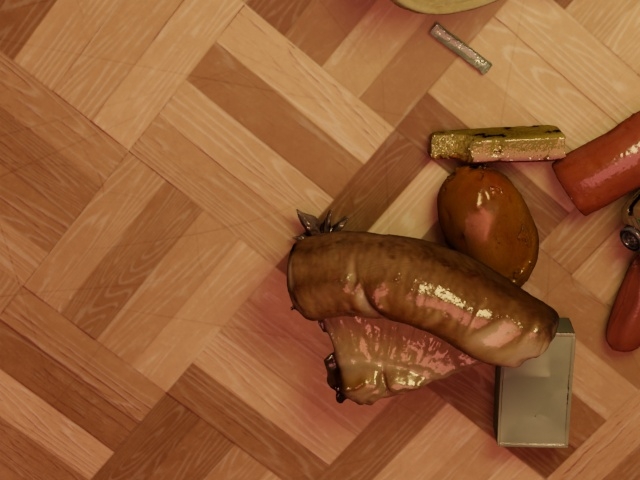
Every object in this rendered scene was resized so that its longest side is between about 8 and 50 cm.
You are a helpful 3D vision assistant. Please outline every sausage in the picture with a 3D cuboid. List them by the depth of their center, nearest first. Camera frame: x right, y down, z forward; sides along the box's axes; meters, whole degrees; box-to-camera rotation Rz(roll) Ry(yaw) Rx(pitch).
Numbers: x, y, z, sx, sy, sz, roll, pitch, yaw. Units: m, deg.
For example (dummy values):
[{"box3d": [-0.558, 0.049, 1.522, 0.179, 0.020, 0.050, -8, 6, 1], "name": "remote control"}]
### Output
[{"box3d": [0.525, -0.148, 1.819, 0.259, 0.113, 0.114, -30, 104, 13], "name": "sausage"}, {"box3d": [0.561, 0.109, 1.920, 0.077, 0.077, 0.194, 13, 108, -2], "name": "sausage"}]

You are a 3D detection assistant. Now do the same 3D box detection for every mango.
[{"box3d": [0.285, -0.013, 1.867, 0.156, 0.151, 0.249, 0, 123, 40], "name": "mango"}]

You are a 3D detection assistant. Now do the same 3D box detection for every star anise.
[{"box3d": [-0.003, -0.010, 1.912, 0.124, 0.056, 0.129, -32, 114, 17], "name": "star anise"}]

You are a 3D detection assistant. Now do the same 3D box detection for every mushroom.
[{"box3d": [0.179, 0.092, 1.794, 0.397, 0.224, 0.314, -13, 115, 26], "name": "mushroom"}]

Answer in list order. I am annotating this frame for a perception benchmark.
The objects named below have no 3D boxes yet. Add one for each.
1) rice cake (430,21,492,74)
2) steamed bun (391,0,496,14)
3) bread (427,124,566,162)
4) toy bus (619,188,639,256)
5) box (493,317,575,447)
[{"box3d": [0.236, -0.322, 1.820, 0.121, 0.022, 0.022, 35, 116, -9], "name": "rice cake"}, {"box3d": [0.216, -0.470, 1.642, 0.272, 0.290, 0.274, 24, 127, -10], "name": "steamed bun"}, {"box3d": [0.297, -0.162, 1.836, 0.226, 0.088, 0.049, -2, 110, 2], "name": "bread"}, {"box3d": [0.631, 0.033, 1.808, 0.139, 0.157, 0.290, -35, 103, -27], "name": "toy bus"}, {"box3d": [0.385, 0.256, 1.970, 0.129, 0.086, 0.225, 1, 108, 3], "name": "box"}]
